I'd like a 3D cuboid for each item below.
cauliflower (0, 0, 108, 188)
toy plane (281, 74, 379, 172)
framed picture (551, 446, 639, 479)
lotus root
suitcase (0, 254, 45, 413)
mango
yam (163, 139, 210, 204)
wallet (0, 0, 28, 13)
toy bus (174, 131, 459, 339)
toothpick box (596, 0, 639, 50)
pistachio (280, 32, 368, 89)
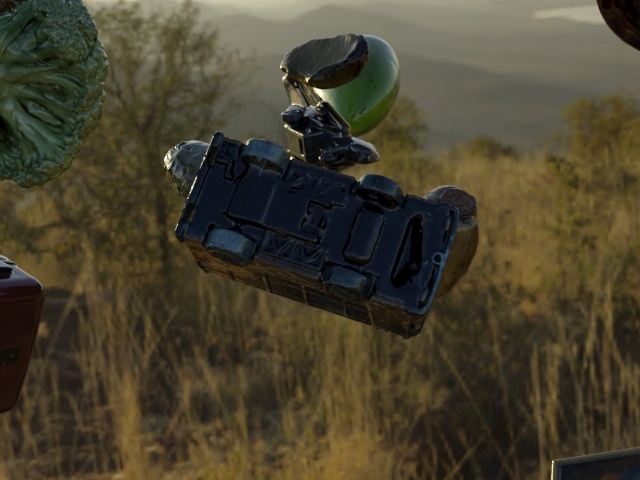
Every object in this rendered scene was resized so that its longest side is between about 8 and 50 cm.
[{"bbox_3d":[-0.425,-0.207,1.412,0.272,0.275,0.250,24,9,37],"label":"cauliflower"},{"bbox_3d":[0.007,-0.144,1.628,0.103,0.204,0.316,-13,19,-10],"label":"toy plane"},{"bbox_3d":[0.458,0.443,1.758,0.184,0.016,0.250,-15,34,27],"label":"framed picture"},{"bbox_3d":[0.155,0.017,1.548,0.118,0.221,0.125,29,38,1],"label":"lotus root"},{"bbox_3d":[-0.527,0.132,1.449,0.161,0.236,0.297,23,13,28],"label":"suitcase"},{"bbox_3d":[0.070,-0.301,2.189,0.192,0.156,0.343,-37,19,22],"label":"mango"},{"bbox_3d":[-0.127,-0.054,1.659,0.133,0.133,0.330,-17,40,-39],"label":"yam"},{"bbox_3d":[-0.473,-0.340,1.602,0.031,0.137,0.255,6,-26,11],"label":"wallet"},{"bbox_3d":[0.000,0.000,1.378,0.323,0.162,0.194,18,-16,7],"label":"toy bus"},{"bbox_3d":[0.457,-0.360,1.382,0.192,0.192,0.294,0,33,23],"label":"toothpick box"},{"bbox_3d":[0.011,-0.262,1.642,0.173,0.049,0.089,2,58,45],"label":"pistachio"}]
